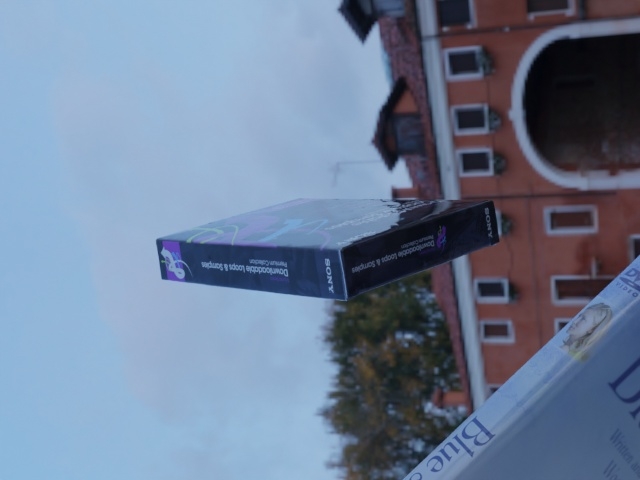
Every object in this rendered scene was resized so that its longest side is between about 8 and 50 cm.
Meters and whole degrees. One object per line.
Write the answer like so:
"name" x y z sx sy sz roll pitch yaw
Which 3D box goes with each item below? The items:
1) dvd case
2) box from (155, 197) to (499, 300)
"dvd case" 0.084 0.146 0.378 0.180 0.253 0.022 48 177 -28
"box" 0.000 0.000 0.537 0.116 0.162 0.029 -18 -75 -40
